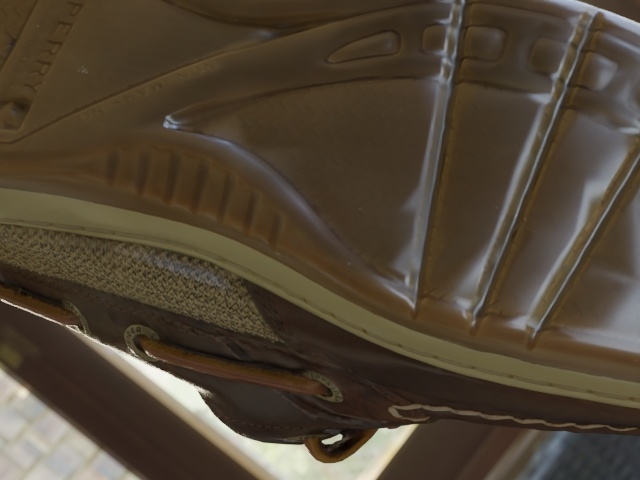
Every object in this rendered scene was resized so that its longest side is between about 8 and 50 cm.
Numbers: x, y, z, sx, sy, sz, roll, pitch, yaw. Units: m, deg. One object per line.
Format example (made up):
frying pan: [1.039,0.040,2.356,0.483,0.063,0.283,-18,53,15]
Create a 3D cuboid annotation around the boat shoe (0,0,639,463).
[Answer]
boat shoe: [0.000,0.000,0.580,0.123,0.342,0.123,76,-150,-51]
